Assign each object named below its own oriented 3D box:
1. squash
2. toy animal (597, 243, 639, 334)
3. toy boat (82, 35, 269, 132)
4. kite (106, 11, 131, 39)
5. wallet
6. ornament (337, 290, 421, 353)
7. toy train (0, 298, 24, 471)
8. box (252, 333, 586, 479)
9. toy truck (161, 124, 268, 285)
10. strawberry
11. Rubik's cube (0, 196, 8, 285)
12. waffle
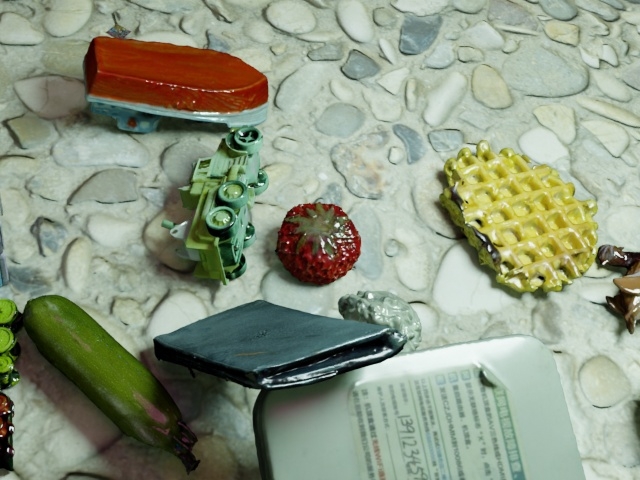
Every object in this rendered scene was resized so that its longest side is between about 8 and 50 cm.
[{"bbox_3d":[-0.274,0.186,1.029,0.331,0.087,0.087,37,54,17],"label":"squash"},{"bbox_3d":[0.527,0.078,1.300,0.179,0.089,0.188,31,51,28],"label":"toy animal"},{"bbox_3d":[-0.245,-0.252,1.356,0.332,0.133,0.145,3,47,-24],"label":"toy boat"},{"bbox_3d":[-0.403,-0.417,1.514,0.044,0.002,0.078,-30,66,-30],"label":"kite"},{"bbox_3d":[-0.073,0.129,0.978,0.191,0.379,0.046,-15,97,-27],"label":"wallet"},{"bbox_3d":[0.081,0.198,1.080,0.130,0.120,0.285,19,51,-20],"label":"ornament"},{"bbox_3d":[-0.436,0.190,1.014,0.085,0.053,0.249,-6,55,-7],"label":"toy train"},{"bbox_3d":[0.137,0.328,0.931,0.397,0.111,0.395,-6,77,-17],"label":"box"},{"bbox_3d":[-0.166,-0.068,1.229,0.135,0.128,0.259,7,51,10],"label":"toy truck"},{"bbox_3d":[0.000,0.000,1.235,0.145,0.086,0.145,5,52,-6],"label":"strawberry"},{"bbox_3d":[-0.577,-0.040,1.044,0.231,0.224,0.221,-24,63,-29],"label":"Rubik's cube"},{"bbox_3d":[0.346,-0.047,1.366,0.312,0.060,0.307,32,51,12],"label":"waffle"}]
